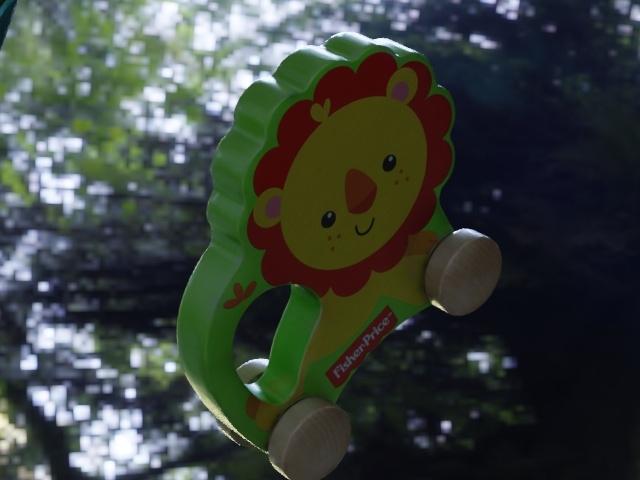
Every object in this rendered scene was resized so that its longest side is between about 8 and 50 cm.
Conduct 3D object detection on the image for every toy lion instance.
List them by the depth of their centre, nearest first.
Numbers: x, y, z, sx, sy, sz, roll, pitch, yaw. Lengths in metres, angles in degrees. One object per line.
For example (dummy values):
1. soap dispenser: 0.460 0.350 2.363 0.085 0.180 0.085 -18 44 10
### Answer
1. toy lion: 0.000 0.000 0.477 0.100 0.096 0.034 -48 -135 -13

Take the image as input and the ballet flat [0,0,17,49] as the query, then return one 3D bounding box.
1. ballet flat: -0.228 -0.080 1.086 0.070 0.070 0.188 54 -47 42
